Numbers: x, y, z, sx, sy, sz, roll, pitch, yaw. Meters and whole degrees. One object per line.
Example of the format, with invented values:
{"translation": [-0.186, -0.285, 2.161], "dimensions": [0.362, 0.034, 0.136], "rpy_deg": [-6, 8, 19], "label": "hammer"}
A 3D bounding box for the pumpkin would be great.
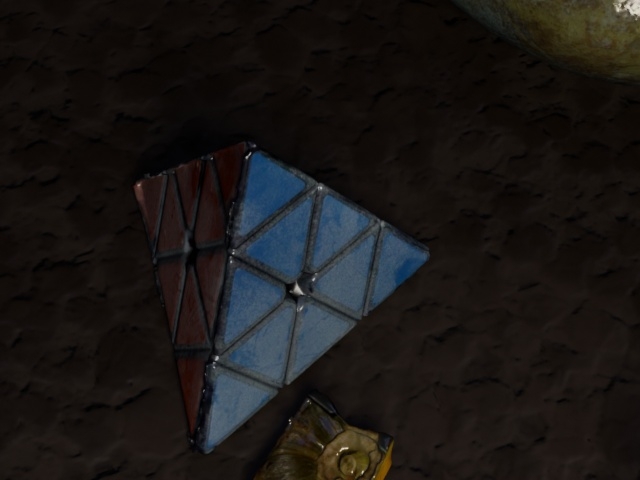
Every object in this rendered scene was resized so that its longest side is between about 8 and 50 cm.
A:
{"translation": [-0.001, 0.148, 0.969], "dimensions": [0.073, 0.035, 0.101], "rpy_deg": [24, 64, 27], "label": "pumpkin"}

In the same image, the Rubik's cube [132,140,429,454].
{"translation": [0.000, 0.000, 1.005], "dimensions": [0.178, 0.190, 0.211], "rpy_deg": [-4, 61, -23], "label": "Rubik's cube"}

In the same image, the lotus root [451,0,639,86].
{"translation": [0.143, -0.220, 1.136], "dimensions": [0.322, 0.140, 0.158], "rpy_deg": [36, 47, 26], "label": "lotus root"}
